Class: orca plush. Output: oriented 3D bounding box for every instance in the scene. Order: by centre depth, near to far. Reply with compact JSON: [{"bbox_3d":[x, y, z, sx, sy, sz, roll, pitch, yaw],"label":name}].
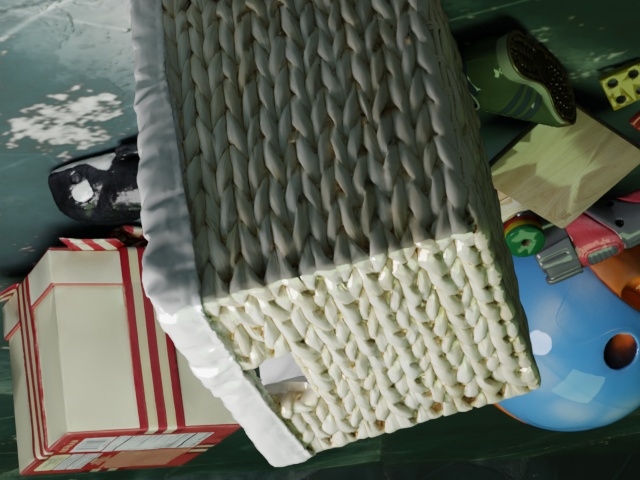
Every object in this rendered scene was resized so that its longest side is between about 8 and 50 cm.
[{"bbox_3d":[-0.141,-0.037,1.588,0.287,0.102,0.151,-1,164,-18],"label":"orca plush"}]

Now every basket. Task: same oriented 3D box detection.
[{"bbox_3d":[0.015,-0.027,1.281,0.266,0.331,0.328,-14,147,9],"label":"basket"}]

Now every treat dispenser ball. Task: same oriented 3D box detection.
[{"bbox_3d":[0.318,0.104,1.929,0.288,0.288,0.288,-8,161,-3],"label":"treat dispenser ball"}]

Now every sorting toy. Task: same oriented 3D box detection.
[{"bbox_3d":[0.269,-0.100,1.626,0.132,0.046,0.274,28,124,-28],"label":"sorting toy"}]

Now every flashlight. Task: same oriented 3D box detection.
[{"bbox_3d":[0.387,-0.052,1.750,0.304,0.103,0.103,-26,-165,8],"label":"flashlight"}]

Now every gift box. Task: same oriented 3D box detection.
[{"bbox_3d":[-0.258,0.128,1.790,0.276,0.258,0.255,4,157,-31],"label":"gift box"}]

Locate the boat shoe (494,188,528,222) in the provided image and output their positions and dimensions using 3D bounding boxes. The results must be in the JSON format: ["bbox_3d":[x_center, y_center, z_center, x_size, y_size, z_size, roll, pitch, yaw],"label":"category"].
[{"bbox_3d":[0.225,-0.069,1.741,0.059,0.063,0.170,29,140,-22],"label":"boat shoe"}]

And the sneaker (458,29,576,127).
[{"bbox_3d":[0.185,-0.156,1.478,0.086,0.064,0.192,-10,162,26],"label":"sneaker"}]
